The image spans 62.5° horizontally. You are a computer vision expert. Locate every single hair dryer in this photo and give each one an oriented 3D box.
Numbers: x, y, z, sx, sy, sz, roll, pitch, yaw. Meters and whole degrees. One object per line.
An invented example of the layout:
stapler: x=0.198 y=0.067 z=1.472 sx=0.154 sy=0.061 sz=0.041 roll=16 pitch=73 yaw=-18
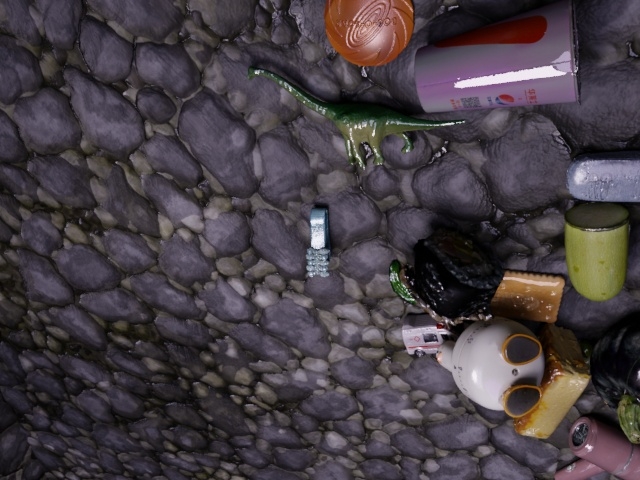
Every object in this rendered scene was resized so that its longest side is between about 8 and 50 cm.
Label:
hair dryer: x=0.820 y=0.687 z=1.629 sx=0.211 sy=0.125 sz=0.352 roll=26 pitch=135 yaw=1

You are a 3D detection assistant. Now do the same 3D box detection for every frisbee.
frisbee: x=0.098 y=-0.456 z=1.097 sx=0.192 sy=0.035 sz=0.191 roll=10 pitch=127 yaw=13

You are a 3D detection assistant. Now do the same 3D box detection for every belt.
belt: x=-0.005 y=-0.001 z=1.419 sx=0.065 sy=0.100 sz=0.179 roll=2 pitch=122 yaw=12

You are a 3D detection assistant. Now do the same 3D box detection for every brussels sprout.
brussels sprout: x=0.721 y=0.309 z=1.426 sx=0.051 sy=0.046 sz=0.083 roll=-1 pitch=123 yaw=12

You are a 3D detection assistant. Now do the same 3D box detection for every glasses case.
glasses case: x=0.673 y=-0.136 z=1.110 sx=0.283 sy=0.067 sz=0.109 roll=3 pitch=127 yaw=19

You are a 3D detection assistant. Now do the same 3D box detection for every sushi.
sushi: x=0.307 y=0.107 z=1.308 sx=0.225 sy=0.238 sz=0.218 roll=2 pitch=143 yaw=-26

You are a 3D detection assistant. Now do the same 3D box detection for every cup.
cup: x=0.340 y=-0.338 z=1.016 sx=0.289 sy=0.203 sz=0.202 roll=-4 pitch=123 yaw=29

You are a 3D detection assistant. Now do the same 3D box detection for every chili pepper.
chili pepper: x=0.254 y=0.132 z=1.457 sx=0.182 sy=0.050 sz=0.073 roll=34 pitch=135 yaw=-4

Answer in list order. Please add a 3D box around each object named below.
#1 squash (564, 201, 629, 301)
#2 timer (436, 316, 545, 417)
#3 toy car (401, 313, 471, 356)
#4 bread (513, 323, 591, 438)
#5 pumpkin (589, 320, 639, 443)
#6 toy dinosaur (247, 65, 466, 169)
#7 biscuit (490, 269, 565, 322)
squash: x=0.636 y=0.043 z=1.209 sx=0.133 sy=0.132 sz=0.246 roll=-6 pitch=121 yaw=23
timer: x=0.439 y=0.308 z=1.350 sx=0.234 sy=0.240 sz=0.233 roll=-1 pitch=95 yaw=-16
toy car: x=0.338 y=0.261 z=1.496 sx=0.210 sy=0.089 sz=0.108 roll=-9 pitch=116 yaw=28
bread: x=0.607 y=0.383 z=1.432 sx=0.114 sy=0.184 sz=0.274 roll=12 pitch=127 yaw=-1
pumpkin: x=0.789 y=0.351 z=1.277 sx=0.296 sy=0.295 sz=0.295 roll=9 pitch=127 yaw=13
toy dinosaur: x=0.077 y=-0.313 z=1.185 sx=0.448 sy=0.087 sz=0.300 roll=-12 pitch=113 yaw=24
biscuit: x=0.501 y=0.146 z=1.392 sx=0.250 sy=0.030 sz=0.160 roll=6 pitch=126 yaw=15
